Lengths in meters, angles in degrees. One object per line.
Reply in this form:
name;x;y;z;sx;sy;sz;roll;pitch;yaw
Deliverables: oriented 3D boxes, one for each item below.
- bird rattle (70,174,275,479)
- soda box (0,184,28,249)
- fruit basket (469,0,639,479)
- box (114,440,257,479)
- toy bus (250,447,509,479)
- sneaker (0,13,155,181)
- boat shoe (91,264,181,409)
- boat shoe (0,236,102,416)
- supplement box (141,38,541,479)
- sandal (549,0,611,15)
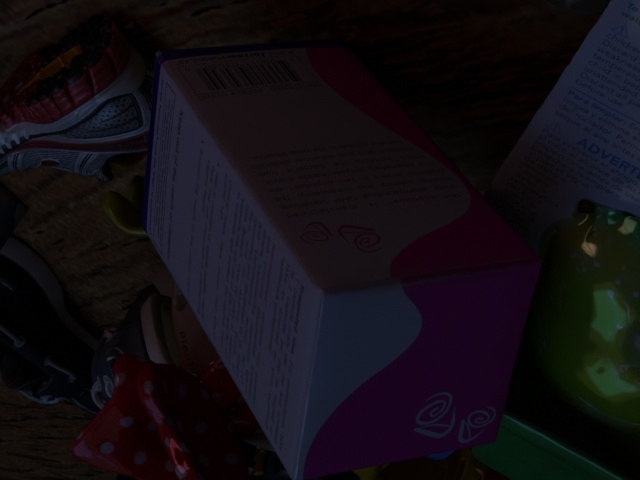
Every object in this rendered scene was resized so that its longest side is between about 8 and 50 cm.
bird rattle;-0.031;0.050;0.948;0.207;0.253;0.143;12;149;-33
soda box;-0.330;-0.059;1.292;0.063;0.058;0.183;3;146;47
fruit basket;0.229;0.036;0.747;0.327;0.165;0.353;29;142;2
box;-0.007;0.331;1.549;0.312;0.179;0.343;43;154;-30
toy bus;0.060;0.150;1.163;0.211;0.149;0.220;17;153;-5
sneaker;-0.165;-0.070;1.033;0.093;0.088;0.225;39;156;-22
boat shoe;-0.109;0.099;1.135;0.116;0.099;0.319;42;-177;-11
boat shoe;-0.277;0.103;1.518;0.114;0.091;0.302;15;153;33
supplement box;0.000;0.000;0.777;0.220;0.111;0.114;-126;37;-49
sandal;0.049;-0.139;0.680;0.180;0.049;0.072;28;157;5
